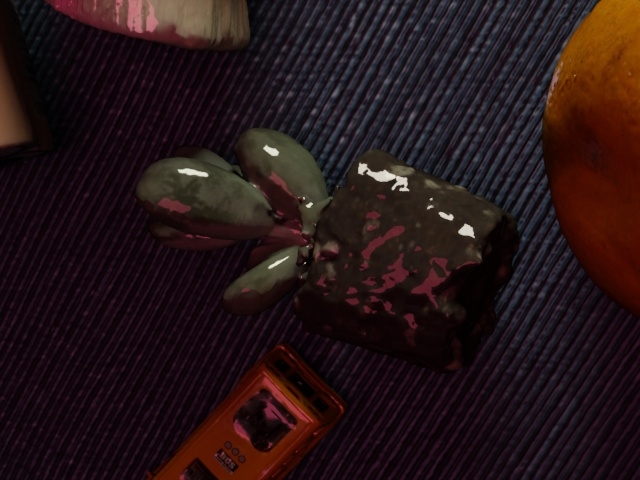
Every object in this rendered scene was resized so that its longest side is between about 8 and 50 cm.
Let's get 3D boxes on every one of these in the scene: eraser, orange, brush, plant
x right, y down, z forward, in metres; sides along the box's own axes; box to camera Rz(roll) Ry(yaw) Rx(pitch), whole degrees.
[{"bbox_3d":[-0.296,-0.203,0.929,0.087,0.171,0.290,-15,92,-1],"label":"eraser"},{"bbox_3d":[0.250,-0.058,0.758,0.171,0.240,0.240,-15,91,-24],"label":"orange"},{"bbox_3d":[-0.166,-0.251,0.875,0.267,0.174,0.166,19,106,7],"label":"brush"},{"bbox_3d":[0.002,0.001,0.874,0.275,0.146,0.149,19,81,16],"label":"plant"}]

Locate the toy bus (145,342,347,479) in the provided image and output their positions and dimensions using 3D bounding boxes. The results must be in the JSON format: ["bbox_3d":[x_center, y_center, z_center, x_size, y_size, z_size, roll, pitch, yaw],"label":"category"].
[{"bbox_3d":[-0.074,0.177,0.937,0.083,0.088,0.194,44,105,7],"label":"toy bus"}]
